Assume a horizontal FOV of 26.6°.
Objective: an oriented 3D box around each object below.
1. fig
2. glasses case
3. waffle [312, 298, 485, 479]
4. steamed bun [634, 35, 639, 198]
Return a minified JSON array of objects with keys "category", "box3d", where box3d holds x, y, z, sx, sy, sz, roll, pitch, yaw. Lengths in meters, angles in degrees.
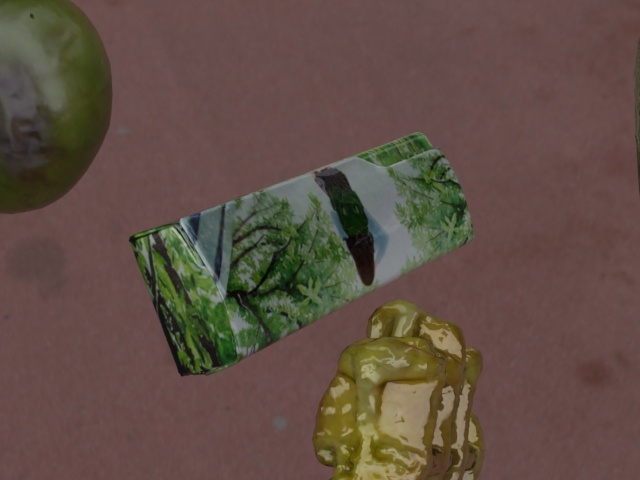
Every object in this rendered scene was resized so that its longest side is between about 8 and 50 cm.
[{"category":"fig","box3d":[-0.281,-0.136,1.222,0.203,0.203,0.225,12,29,5]},{"category":"glasses case","box3d":[0.000,0.000,0.895,0.272,0.062,0.095,-25,95,-50]},{"category":"waffle","box3d":[0.008,0.160,0.549,0.056,0.249,0.253,14,30,22]},{"category":"steamed bun","box3d":[0.230,-0.016,0.440,0.219,0.310,0.324,-6,91,-43]}]
